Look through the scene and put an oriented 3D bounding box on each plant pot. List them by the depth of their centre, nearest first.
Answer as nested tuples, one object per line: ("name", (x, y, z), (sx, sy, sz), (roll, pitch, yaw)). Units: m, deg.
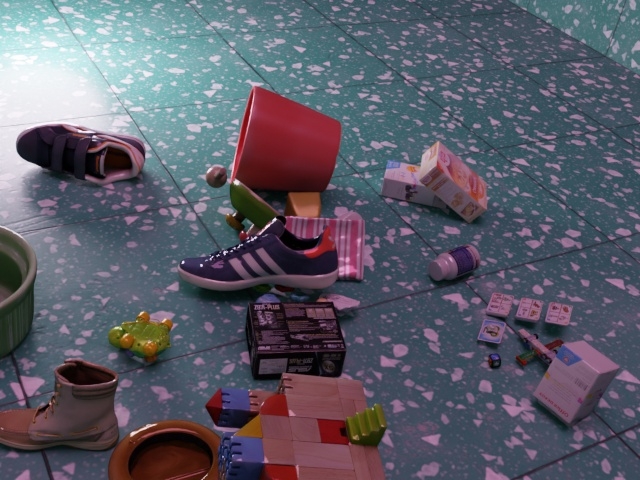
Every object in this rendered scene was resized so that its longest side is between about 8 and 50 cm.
("plant pot", (-0.039, -0.062, 1.931), (0.081, 0.081, 0.083), (-2, 48, -15))
("plant pot", (-0.087, -0.245, 2.036), (0.243, 0.274, 0.275), (12, 35, -11))

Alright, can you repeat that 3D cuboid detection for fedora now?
("fedora", (-0.245, 0.381, 1.276), (0.195, 0.079, 0.194), (5, 37, -3))

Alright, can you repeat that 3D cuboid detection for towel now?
("towel", (0.007, 0.018, 1.794), (0.197, 0.144, 0.029), (3, -6, -9))

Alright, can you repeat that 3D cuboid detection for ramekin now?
("ramekin", (-0.694, 0.109, 1.488), (0.304, 0.148, 0.303), (6, 36, -4))

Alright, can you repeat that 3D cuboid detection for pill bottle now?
("pill bottle", (0.316, 0.055, 1.856), (0.120, 0.067, 0.067), (-18, 44, -32))

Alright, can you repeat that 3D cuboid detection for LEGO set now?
("LEGO set", (0.443, 0.212, 1.711), (0.183, 0.060, 0.244), (8, 33, 20))

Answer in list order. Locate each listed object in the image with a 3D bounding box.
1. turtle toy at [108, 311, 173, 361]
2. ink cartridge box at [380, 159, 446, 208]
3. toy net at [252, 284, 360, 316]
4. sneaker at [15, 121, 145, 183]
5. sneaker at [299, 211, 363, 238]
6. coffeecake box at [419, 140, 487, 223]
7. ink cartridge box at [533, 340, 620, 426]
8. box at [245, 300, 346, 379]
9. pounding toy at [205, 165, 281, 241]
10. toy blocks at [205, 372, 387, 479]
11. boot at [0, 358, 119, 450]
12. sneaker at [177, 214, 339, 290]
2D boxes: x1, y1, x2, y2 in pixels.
("turtle toy", (-0.351, 0.192, 1.521), (0.130, 0.066, 0.095), (15, 36, 9))
("ink cartridge box", (0.263, -0.154, 2.135), (0.182, 0.061, 0.104), (13, 36, 4))
("toy net", (-0.033, 0.137, 1.695), (0.232, 0.045, 0.122), (5, 16, -10))
("sneaker", (-0.606, -0.221, 1.979), (0.321, 0.126, 0.127), (1, 31, -13))
("sneaker", (0.000, 0.000, 1.870), (0.212, 0.080, 0.094), (-28, 14, -21))
("coffeecake box", (0.354, -0.156, 2.083), (0.185, 0.068, 0.142), (38, 33, -15))
("ink cartridge box", (0.497, 0.283, 1.536), (0.090, 0.143, 0.092), (-2, 34, -45))
("box", (-0.053, 0.198, 1.569), (0.180, 0.077, 0.147), (0, 37, -13))
("pounding toy", (-0.188, -0.066, 1.864), (0.237, 0.110, 0.183), (40, -2, -16))
("toy blocks", (-0.044, 0.348, 1.237), (0.261, 0.190, 0.381), (8, 35, -17))
("boot", (-0.444, 0.272, 1.305), (0.213, 0.165, 0.077), (5, 35, -8))
("sneaker", (-0.136, 0.020, 1.694), (0.350, 0.148, 0.131), (-2, 19, -1))
